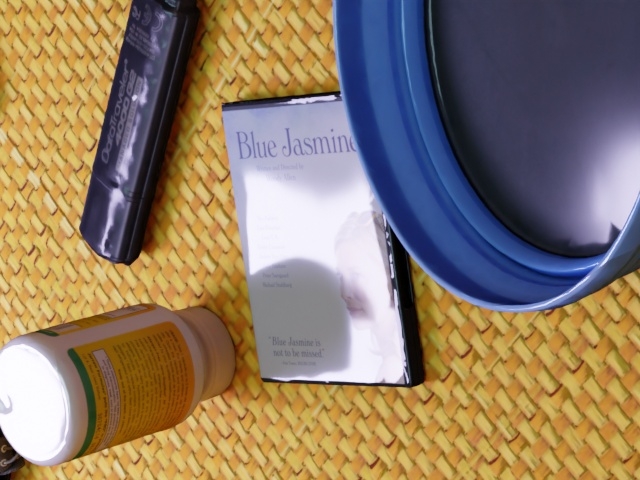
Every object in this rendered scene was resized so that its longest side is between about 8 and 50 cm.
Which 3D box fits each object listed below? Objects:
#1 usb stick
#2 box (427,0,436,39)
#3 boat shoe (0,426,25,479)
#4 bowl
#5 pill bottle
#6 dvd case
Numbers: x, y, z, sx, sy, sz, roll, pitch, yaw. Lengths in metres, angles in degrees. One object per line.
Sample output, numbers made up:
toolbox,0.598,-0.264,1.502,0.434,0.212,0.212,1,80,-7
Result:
usb stick,-0.168,-0.106,1.760,0.077,0.045,0.278,40,125,38
box,0.092,-0.129,1.516,0.114,0.036,0.207,-9,94,44
boat shoe,-0.339,0.220,1.986,0.076,0.080,0.228,28,117,15
bowl,0.140,-0.147,1.322,0.391,0.077,0.391,20,113,57
pill bottle,-0.179,0.121,1.713,0.117,0.208,0.118,12,108,40
dvd case,0.000,0.000,1.645,0.180,0.022,0.253,-2,99,43
